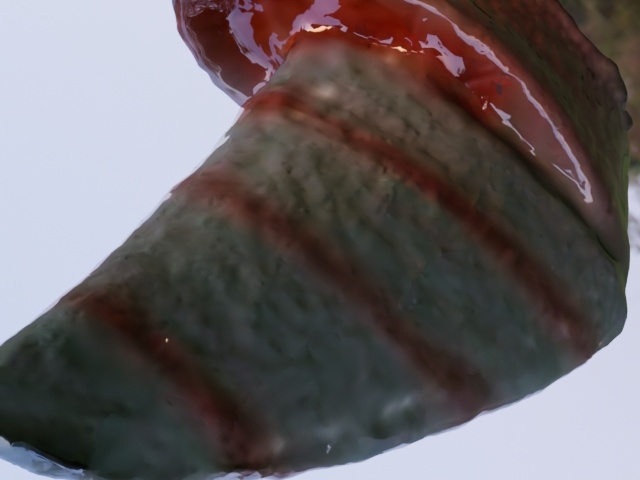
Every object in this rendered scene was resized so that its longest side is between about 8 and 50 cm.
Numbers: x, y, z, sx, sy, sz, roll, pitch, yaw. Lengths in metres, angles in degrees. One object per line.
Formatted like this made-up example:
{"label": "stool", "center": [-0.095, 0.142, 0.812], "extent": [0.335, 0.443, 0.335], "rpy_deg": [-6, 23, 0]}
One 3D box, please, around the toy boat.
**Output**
{"label": "toy boat", "center": [0.000, 0.000, 0.538], "extent": [0.206, 0.096, 0.282], "rpy_deg": [42, -136, -1]}
